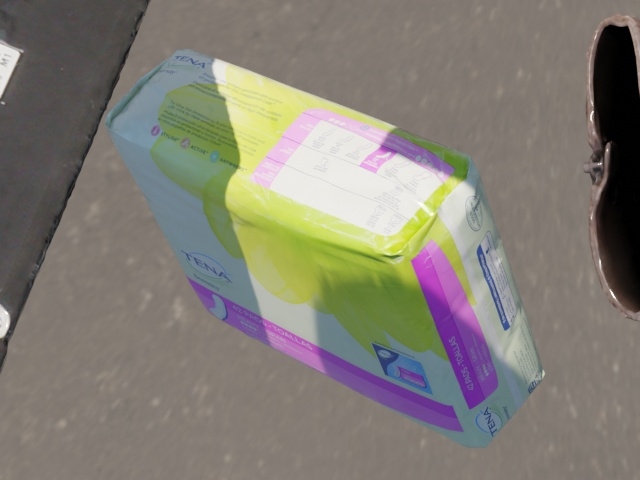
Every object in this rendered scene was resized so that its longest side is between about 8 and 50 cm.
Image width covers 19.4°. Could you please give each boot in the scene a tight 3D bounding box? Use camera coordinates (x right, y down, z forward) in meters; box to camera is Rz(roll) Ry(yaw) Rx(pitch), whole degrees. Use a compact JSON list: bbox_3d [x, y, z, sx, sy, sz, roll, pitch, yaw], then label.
[{"bbox_3d":[0.180,-0.071,0.790,0.090,0.207,0.248,-11,74,35],"label":"boot"}]

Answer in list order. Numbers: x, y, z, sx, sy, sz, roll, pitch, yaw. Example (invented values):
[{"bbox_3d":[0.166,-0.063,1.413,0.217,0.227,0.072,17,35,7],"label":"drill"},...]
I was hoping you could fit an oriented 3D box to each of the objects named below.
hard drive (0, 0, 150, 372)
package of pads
[{"bbox_3d":[-0.172,-0.081,0.555,0.237,0.339,0.064,22,142,-8],"label":"hard drive"},{"bbox_3d":[0.000,0.000,1.320,0.296,0.101,0.229,24,151,38],"label":"package of pads"}]
